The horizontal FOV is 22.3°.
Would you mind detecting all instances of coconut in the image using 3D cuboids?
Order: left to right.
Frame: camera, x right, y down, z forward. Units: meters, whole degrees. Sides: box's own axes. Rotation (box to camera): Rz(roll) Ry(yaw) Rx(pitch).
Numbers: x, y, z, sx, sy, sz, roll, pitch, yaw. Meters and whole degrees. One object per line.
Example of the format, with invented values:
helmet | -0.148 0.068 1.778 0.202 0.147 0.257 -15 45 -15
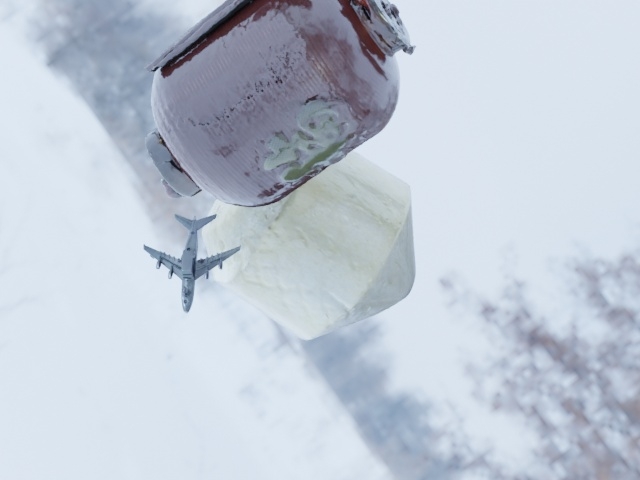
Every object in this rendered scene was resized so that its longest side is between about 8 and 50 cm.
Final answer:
coconut | 0.000 0.000 1.677 0.222 0.202 0.202 31 3 -14

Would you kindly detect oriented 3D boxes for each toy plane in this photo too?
toy plane | -0.101 0.016 1.260 0.024 0.078 0.084 77 16 -59

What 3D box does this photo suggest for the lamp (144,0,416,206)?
lamp | -0.046 -0.133 1.407 0.180 0.258 0.180 51 16 -20
